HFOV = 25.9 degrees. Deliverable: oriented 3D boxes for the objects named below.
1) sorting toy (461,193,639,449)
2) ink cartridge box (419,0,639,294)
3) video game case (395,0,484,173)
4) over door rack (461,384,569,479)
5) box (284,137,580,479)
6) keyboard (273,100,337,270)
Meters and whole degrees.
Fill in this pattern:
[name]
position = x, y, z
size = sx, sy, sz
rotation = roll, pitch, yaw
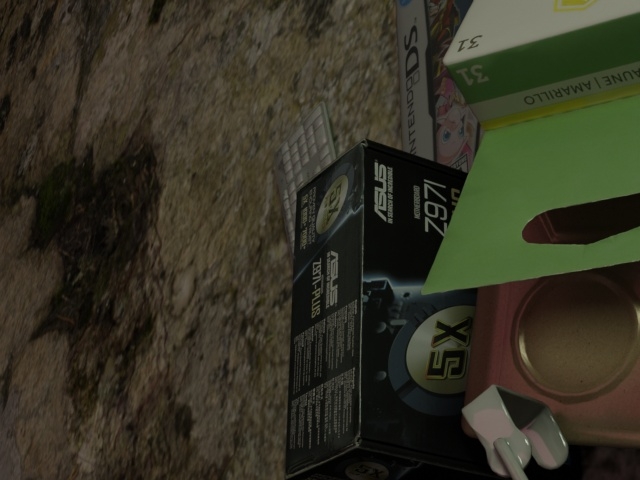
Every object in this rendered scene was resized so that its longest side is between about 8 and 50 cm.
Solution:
[sorting toy]
position = 0.170, 0.008, 0.684
size = 0.208, 0.038, 0.193
rotation = -3, 71, 38
[ink cartridge box]
position = 0.139, -0.084, 0.658
size = 0.171, 0.056, 0.235
rotation = -12, 35, 37
[video game case]
position = 0.138, -0.147, 0.880
size = 0.275, 0.035, 0.248
rotation = -39, 43, 48
[over door rack]
position = 0.185, 0.103, 0.504
size = 0.239, 0.108, 0.324
rotation = -41, 41, 18
[box]
position = 0.063, 0.053, 0.786
size = 0.077, 0.147, 0.180
rotation = -35, 46, 51
[keyboard]
position = 0.000, 0.000, 1.076
size = 0.072, 0.014, 0.256
rotation = -51, 35, 36
